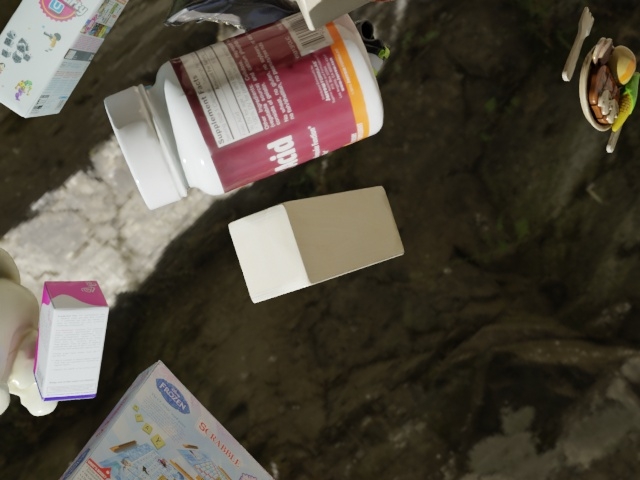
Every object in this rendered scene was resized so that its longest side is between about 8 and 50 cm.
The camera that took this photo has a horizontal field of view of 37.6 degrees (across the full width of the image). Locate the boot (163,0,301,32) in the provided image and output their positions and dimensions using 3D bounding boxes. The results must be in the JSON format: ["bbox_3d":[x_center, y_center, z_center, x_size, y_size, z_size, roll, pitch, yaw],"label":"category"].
[{"bbox_3d":[-0.131,-0.386,1.682,0.263,0.091,0.229,-12,143,44],"label":"boot"}]

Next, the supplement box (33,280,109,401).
[{"bbox_3d":[-0.505,0.200,1.894,0.114,0.220,0.111,-1,-151,-27],"label":"supplement box"}]

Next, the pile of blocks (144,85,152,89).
[{"bbox_3d":[-0.288,-0.245,1.900,0.362,0.113,0.148,37,138,41],"label":"pile of blocks"}]

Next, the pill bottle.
[{"bbox_3d":[-0.120,-0.205,1.477,0.224,0.392,0.224,158,90,-85],"label":"pill bottle"}]

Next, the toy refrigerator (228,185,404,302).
[{"bbox_3d":[0.000,0.000,1.205,0.270,0.094,0.102,-16,-93,-61],"label":"toy refrigerator"}]

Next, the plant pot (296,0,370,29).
[{"bbox_3d":[0.004,-0.354,1.192,0.096,0.109,0.109,54,-168,-57],"label":"plant pot"}]

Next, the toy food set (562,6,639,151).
[{"bbox_3d":[0.402,-0.218,1.304,0.039,0.132,0.192,6,155,42],"label":"toy food set"}]

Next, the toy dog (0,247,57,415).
[{"bbox_3d":[-0.724,0.220,1.875,0.285,0.395,0.408,20,-172,15],"label":"toy dog"}]

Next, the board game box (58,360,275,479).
[{"bbox_3d":[-0.245,0.411,1.558,0.318,0.066,0.318,49,-149,-10],"label":"board game box"}]

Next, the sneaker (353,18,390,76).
[{"bbox_3d":[0.064,-0.378,1.791,0.084,0.097,0.234,30,-167,-42],"label":"sneaker"}]

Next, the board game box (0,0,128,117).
[{"bbox_3d":[-0.383,-0.340,1.432,0.098,0.303,0.224,34,-175,-9],"label":"board game box"}]
